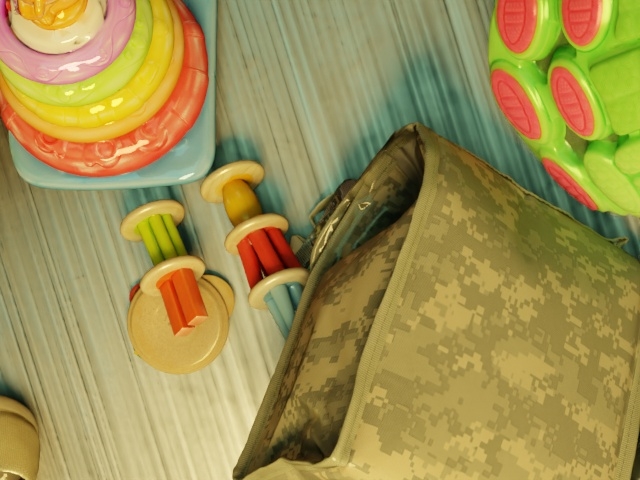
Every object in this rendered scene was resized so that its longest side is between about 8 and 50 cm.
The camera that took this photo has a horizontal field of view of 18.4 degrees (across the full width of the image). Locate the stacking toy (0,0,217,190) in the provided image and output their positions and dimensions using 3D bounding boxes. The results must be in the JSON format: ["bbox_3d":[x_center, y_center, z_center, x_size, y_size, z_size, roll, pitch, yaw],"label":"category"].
[{"bbox_3d":[-0.172,-0.148,1.381,0.165,0.302,0.175,-1,79,5],"label":"stacking toy"}]

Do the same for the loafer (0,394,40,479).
[{"bbox_3d":[-0.314,0.236,1.517,0.102,0.092,0.268,36,96,-27],"label":"loafer"}]

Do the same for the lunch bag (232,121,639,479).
[{"bbox_3d":[0.104,0.087,1.412,0.235,0.169,0.287,30,65,-21],"label":"lunch bag"}]

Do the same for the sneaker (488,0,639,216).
[{"bbox_3d":[0.224,-0.245,1.396,0.185,0.202,0.483,15,119,44],"label":"sneaker"}]

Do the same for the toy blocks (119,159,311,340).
[{"bbox_3d":[-0.072,0.028,1.484,0.123,0.054,0.148,-26,65,3],"label":"toy blocks"}]

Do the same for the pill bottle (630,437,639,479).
[{"bbox_3d":[0.334,0.267,1.436,0.169,0.169,0.301,-44,89,6],"label":"pill bottle"}]

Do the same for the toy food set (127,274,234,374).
[{"bbox_3d":[-0.111,0.062,1.537,0.082,0.020,0.083,12,95,5],"label":"toy food set"}]

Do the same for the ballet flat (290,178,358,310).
[{"bbox_3d":[0.000,0.000,1.518,0.041,0.041,0.114,36,96,2],"label":"ballet flat"}]
